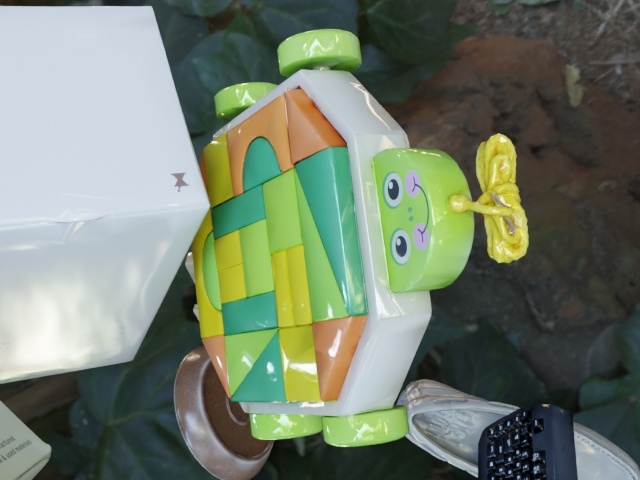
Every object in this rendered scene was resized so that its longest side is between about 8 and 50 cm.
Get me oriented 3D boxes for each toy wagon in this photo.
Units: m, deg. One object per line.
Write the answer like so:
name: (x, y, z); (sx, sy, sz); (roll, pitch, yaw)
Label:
toy wagon: (0.000, 0.000, 0.602); (0.344, 0.068, 0.267); (-19, 77, 62)

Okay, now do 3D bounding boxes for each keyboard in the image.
keyboard: (0.108, 0.169, 0.475); (0.038, 0.192, 0.100); (28, 137, -25)

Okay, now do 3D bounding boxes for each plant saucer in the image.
plant saucer: (-0.105, 0.201, 1.076); (0.029, 0.168, 0.168); (-25, 96, 28)

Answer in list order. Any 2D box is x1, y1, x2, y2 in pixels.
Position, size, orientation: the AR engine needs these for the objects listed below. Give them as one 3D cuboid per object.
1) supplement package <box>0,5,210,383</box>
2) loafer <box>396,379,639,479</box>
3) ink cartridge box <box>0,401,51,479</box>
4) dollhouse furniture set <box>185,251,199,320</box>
supplement package: (-0.221, -0.022, 0.702); (0.293, 0.178, 0.175); (-52, 51, 55)
loafer: (0.245, 0.263, 1.121); (0.320, 0.111, 0.112); (17, 94, 1)
ink cartridge box: (-0.357, 0.112, 0.526); (0.307, 0.223, 0.129); (43, 179, 1)
dollhouse furniture set: (-0.126, 0.040, 1.369); (0.144, 0.123, 0.151); (-9, 131, 15)
